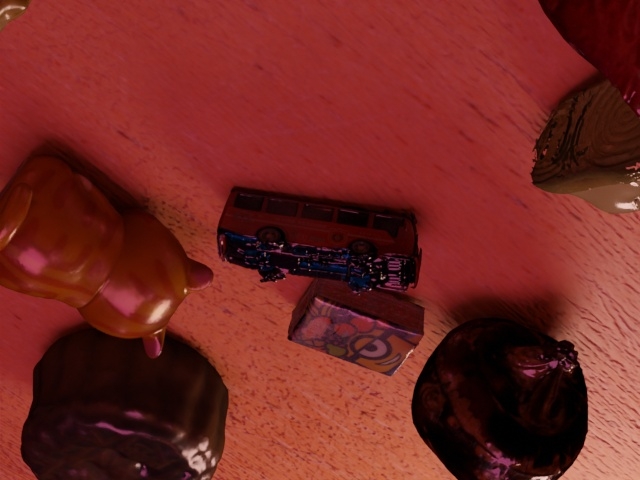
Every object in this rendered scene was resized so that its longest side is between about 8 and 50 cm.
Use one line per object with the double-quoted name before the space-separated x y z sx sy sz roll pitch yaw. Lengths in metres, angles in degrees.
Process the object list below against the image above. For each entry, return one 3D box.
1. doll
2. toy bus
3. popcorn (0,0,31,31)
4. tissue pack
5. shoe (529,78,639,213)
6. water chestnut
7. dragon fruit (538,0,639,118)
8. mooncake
"doll" -0.277 0.013 1.497 0.270 0.162 0.166 24 124 -30
"toy bus" 0.000 0.000 1.465 0.235 0.096 0.073 7 139 4
"popcorn" -0.340 -0.295 1.104 0.258 0.224 0.270 21 133 -24
"tissue pack" 0.045 0.104 1.604 0.148 0.060 0.108 20 138 -9
"shoe" 0.309 -0.105 1.238 0.128 0.140 0.262 11 167 -27
"water chestnut" 0.228 0.196 1.558 0.224 0.223 0.238 24 141 -15
"dragon fruit" 0.335 -0.191 1.050 0.302 0.330 0.240 -17 154 26
"mooncake" -0.270 0.254 1.770 0.290 0.161 0.290 5 140 4
